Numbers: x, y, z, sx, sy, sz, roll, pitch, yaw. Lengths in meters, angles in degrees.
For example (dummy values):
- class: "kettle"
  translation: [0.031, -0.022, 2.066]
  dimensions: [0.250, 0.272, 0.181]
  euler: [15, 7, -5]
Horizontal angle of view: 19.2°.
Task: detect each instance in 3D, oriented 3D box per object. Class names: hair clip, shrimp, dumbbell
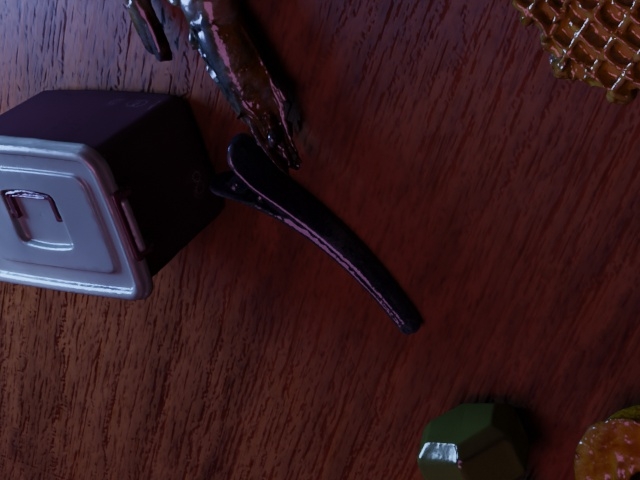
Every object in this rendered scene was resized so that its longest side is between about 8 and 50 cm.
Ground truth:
- class: "hair clip"
  translation: [0.000, 0.000, 1.978]
  dimensions: [0.275, 0.048, 0.083]
  euler: [41, 137, 9]
- class: "shrimp"
  translation: [-0.120, -0.192, 1.932]
  dimensions: [0.169, 0.058, 0.296]
  euler: [-11, 109, 54]
- class: "dumbbell"
  translation: [0.202, 0.314, 1.992]
  dimensions: [0.108, 0.121, 0.302]
  euler: [-16, 110, 19]

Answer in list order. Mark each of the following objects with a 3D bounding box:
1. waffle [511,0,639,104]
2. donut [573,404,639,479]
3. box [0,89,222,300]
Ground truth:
- class: "waffle"
  translation: [0.239, -0.197, 1.589]
  dimensions: [0.191, 0.038, 0.191]
  euler: [25, 135, 28]
- class: "donut"
  translation: [0.335, 0.233, 1.834]
  dimensions: [0.178, 0.065, 0.162]
  euler: [54, 137, -4]
- class: "box"
  translation: [-0.261, -0.063, 2.080]
  dimensions: [0.294, 0.167, 0.193]
  euler: [6, 126, 41]
